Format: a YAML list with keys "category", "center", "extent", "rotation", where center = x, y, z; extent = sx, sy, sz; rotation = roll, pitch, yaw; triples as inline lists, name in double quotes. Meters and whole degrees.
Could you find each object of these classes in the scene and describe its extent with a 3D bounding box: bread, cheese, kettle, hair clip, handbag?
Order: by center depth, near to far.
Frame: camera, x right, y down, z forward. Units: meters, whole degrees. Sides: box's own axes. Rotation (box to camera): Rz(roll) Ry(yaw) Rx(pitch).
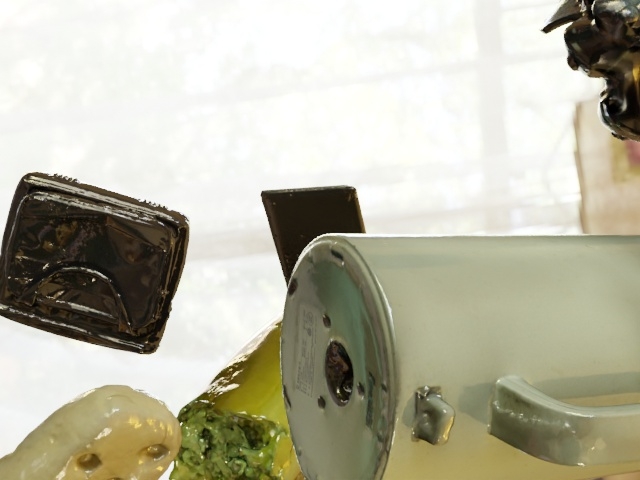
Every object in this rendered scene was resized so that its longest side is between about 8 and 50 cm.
- category: "kettle"
  center: [0.160, 0.086, 1.049]
  extent: [0.265, 0.318, 0.205]
  rotation: [141, -55, -60]
- category: "cheese"
  center: [-0.294, 0.285, 1.712]
  extent: [0.159, 0.263, 0.093]
  rotation: [44, 6, -45]
- category: "hair clip"
  center: [0.403, -0.272, 1.717]
  extent: [0.194, 0.206, 0.310]
  rotation: [-45, -170, 47]
- category: "bread"
  center: [-0.056, 0.241, 2.001]
  extent: [0.376, 0.208, 0.251]
  rotation: [-47, 159, -45]
- category: "handbag"
  center: [-0.346, 0.038, 2.081]
  extent: [0.088, 0.275, 0.244]
  rotation: [-90, -164, -74]

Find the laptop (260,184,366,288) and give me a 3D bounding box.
- category: "laptop"
  center: [0.000, 0.000, 1.833]
  extent: [0.016, 0.129, 0.180]
  rotation: [-79, 160, -48]
